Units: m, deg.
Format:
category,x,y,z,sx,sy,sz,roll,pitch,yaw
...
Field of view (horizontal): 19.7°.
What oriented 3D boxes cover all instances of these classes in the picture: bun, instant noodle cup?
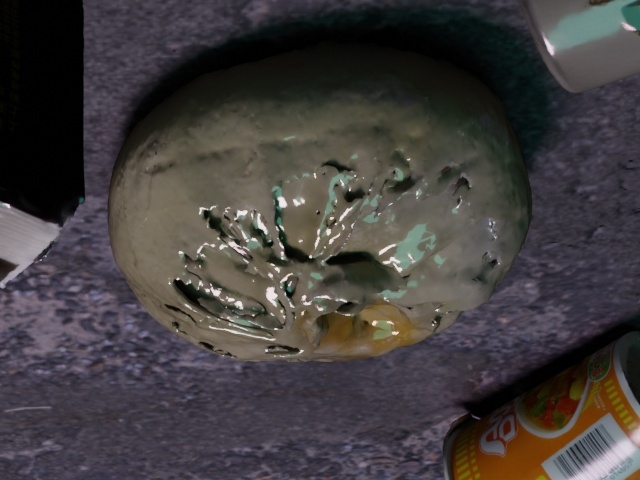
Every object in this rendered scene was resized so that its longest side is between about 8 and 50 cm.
category,x,y,z,sx,sy,sz,roll,pitch,yaw
bun,0.000,0.000,1.199,0.287,0.146,0.287,-2,147,-1
instant noodle cup,0.219,0.168,1.490,0.168,0.168,0.185,22,130,-34

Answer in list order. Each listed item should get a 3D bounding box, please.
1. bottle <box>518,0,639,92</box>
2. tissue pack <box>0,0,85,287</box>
category,x,y,z,sx,sy,sz,roll,pitch,yaw
bottle,0.232,-0.174,0.993,0.253,0.120,0.120,-19,144,18
tissue pack,-0.321,-0.103,0.946,0.370,0.210,0.198,25,140,-36
